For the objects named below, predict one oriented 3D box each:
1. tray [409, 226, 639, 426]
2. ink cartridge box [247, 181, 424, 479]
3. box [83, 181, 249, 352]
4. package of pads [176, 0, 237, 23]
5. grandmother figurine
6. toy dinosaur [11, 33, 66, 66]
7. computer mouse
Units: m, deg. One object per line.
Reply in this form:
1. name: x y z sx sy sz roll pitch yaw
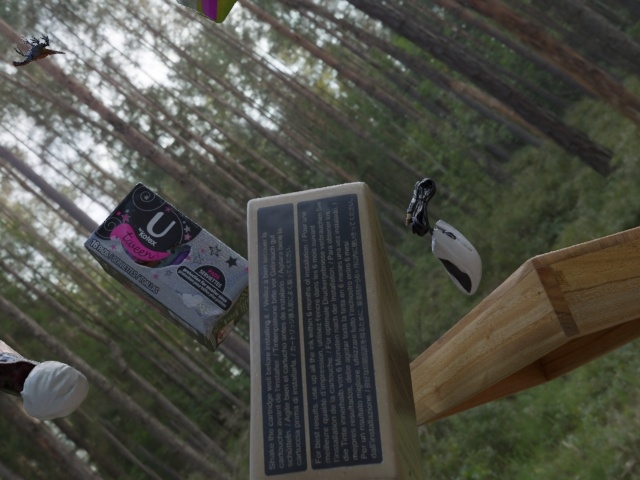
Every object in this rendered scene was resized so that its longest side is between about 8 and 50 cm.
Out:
1. tray: 0.227 0.095 0.761 0.203 0.076 0.411 -14 -20 -16
2. ink cartridge box: 0.018 0.101 0.535 0.234 0.088 0.193 68 -163 -60
3. box: -0.235 0.046 1.233 0.142 0.247 0.163 -53 -8 -17
4. package of pads: -0.134 -0.529 1.210 0.296 0.101 0.229 -65 2 -17
5. grandmother figurine: -0.501 0.209 1.205 0.208 0.343 0.104 22 -102 -52
6. toy dinosaur: -0.500 -0.321 1.296 0.082 0.090 0.047 -47 3 42
7. computer mouse: 0.200 0.002 1.137 0.042 0.193 0.106 -24 28 35
